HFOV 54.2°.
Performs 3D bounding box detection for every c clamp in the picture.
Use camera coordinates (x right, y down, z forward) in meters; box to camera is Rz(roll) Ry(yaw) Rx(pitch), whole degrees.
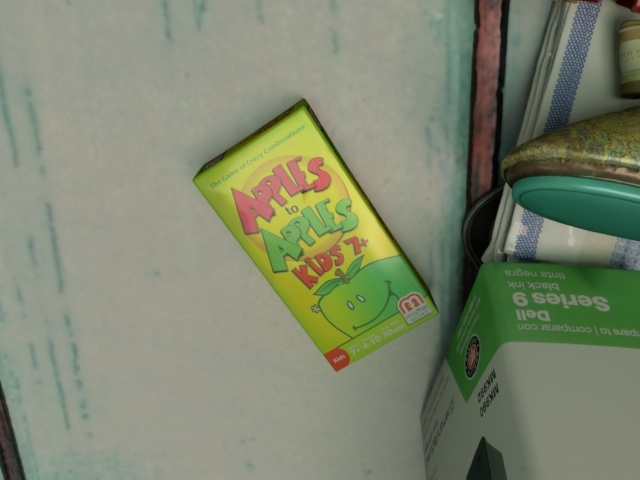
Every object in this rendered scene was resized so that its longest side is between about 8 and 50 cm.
[{"bbox_3d":[0.182,0.004,0.478,0.161,0.022,0.137,-38,100,13],"label":"c clamp"}]

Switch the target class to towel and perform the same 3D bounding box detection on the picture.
[{"bbox_3d":[0.271,-0.047,0.439,0.285,0.034,0.209,11,97,-7],"label":"towel"}]

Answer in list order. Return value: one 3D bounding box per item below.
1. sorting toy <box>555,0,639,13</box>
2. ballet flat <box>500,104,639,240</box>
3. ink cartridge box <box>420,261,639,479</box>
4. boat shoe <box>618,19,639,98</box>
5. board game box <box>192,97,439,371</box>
[{"bbox_3d":[0.150,-0.152,0.340,0.275,0.132,0.046,16,117,5],"label":"sorting toy"},{"bbox_3d":[0.271,-0.028,0.372,0.349,0.123,0.123,18,109,-10],"label":"ballet flat"},{"bbox_3d":[0.148,0.187,0.371,0.122,0.289,0.211,5,134,-2],"label":"ink cartridge box"},{"bbox_3d":[0.262,-0.120,0.385,0.153,0.056,0.048,-7,95,5],"label":"boat shoe"},{"bbox_3d":[0.000,0.000,0.459,0.092,0.043,0.181,-32,108,11],"label":"board game box"}]
